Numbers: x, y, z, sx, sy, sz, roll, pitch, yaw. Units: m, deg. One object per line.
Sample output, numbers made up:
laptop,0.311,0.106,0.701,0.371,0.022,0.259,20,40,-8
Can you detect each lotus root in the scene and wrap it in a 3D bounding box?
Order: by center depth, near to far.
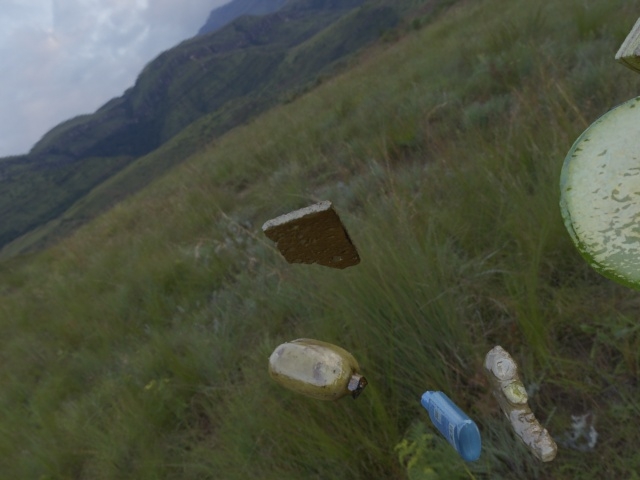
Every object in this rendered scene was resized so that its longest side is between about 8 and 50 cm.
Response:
lotus root,-0.008,0.340,1.389,0.284,0.146,0.160,14,29,30

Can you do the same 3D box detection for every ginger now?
ginger,0.291,0.239,0.777,0.051,0.173,0.069,-17,-34,-14

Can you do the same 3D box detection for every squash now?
squash,0.372,-0.049,0.560,0.219,0.219,0.041,-34,-7,28

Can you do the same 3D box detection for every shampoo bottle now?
shampoo bottle,0.324,0.453,1.344,0.061,0.104,0.258,-12,8,-9

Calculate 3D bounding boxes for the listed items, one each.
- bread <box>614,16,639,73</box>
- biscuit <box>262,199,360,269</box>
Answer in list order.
bread,0.683,-0.353,0.931,0.184,0.234,0.110,-63,-1,18
biscuit,-0.009,0.005,0.981,0.131,0.026,0.237,-17,-29,9
